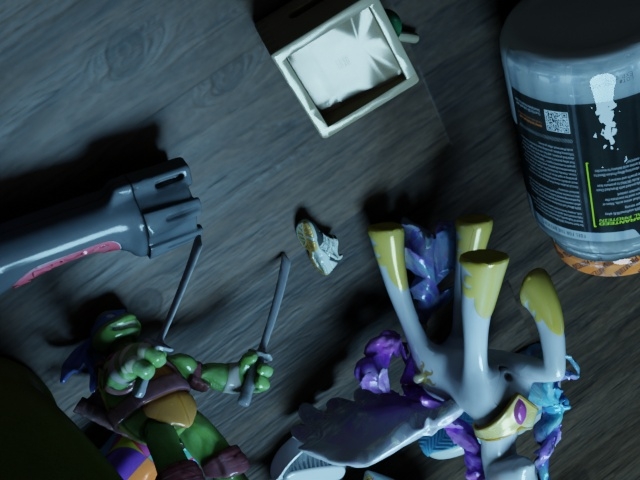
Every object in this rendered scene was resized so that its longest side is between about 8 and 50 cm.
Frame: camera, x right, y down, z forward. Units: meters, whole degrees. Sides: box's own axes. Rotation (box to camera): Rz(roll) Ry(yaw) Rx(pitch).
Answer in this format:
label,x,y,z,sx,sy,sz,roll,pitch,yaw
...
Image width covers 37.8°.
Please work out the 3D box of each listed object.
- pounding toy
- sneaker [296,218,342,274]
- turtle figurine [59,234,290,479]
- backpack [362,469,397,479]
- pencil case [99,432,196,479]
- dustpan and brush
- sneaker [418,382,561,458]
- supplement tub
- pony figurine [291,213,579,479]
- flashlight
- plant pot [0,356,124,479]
label,x,y,z,sx,sy,sz,roll,pitch,yaw
pounding toy,0.029,-0.190,0.913,0.141,0.100,0.130,-31,130,4
sneaker,0.000,0.000,1.052,0.037,0.032,0.083,-42,137,-18
turtle figurine,-0.109,0.151,0.915,0.275,0.266,0.198,-25,164,-7
backpack,0.107,0.414,1.289,0.144,0.166,0.188,-58,149,-26
pencil case,-0.231,0.289,1.051,0.236,0.104,0.104,-49,131,5
dustpan and brush,-0.037,0.303,1.200,0.211,0.060,0.147,-3,120,-29
sneaker,0.244,0.248,1.313,0.229,0.087,0.092,-27,131,-10
supplement tub,0.318,-0.121,1.048,0.194,0.193,0.316,-29,130,-11
pony figurine,0.149,0.156,1.070,0.303,0.351,0.363,-16,107,-25
flashlight,-0.261,0.018,0.868,0.304,0.103,0.103,-21,98,-22
plant pot,-0.314,0.290,0.838,0.367,0.353,0.366,-14,125,-21
